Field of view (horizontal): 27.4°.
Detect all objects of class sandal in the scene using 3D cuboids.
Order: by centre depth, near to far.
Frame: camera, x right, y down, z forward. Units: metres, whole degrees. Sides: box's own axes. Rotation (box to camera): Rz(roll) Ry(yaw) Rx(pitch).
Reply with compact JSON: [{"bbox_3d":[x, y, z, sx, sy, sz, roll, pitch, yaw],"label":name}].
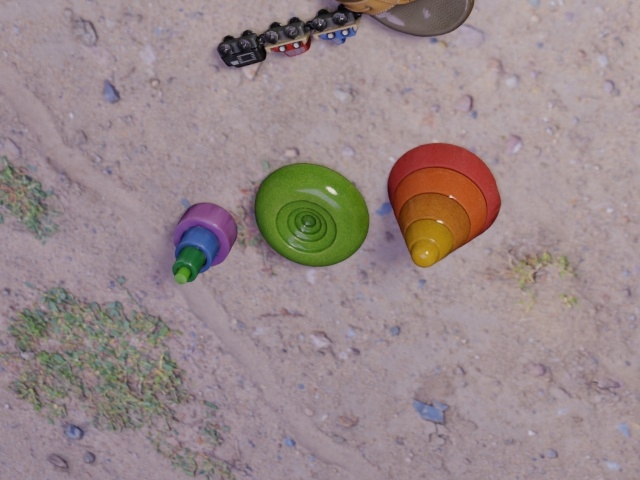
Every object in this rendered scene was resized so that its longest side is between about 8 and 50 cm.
[{"bbox_3d":[0.036,-0.252,1.211,0.219,0.060,0.090,32,128,-6],"label":"sandal"}]

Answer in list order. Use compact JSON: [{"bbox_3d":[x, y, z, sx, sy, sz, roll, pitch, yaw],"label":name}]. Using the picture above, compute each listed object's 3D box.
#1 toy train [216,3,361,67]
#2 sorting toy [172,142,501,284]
[{"bbox_3d":[-0.028,-0.198,1.291,0.158,0.027,0.036,-11,124,25],"label":"toy train"},{"bbox_3d":[0.000,0.000,1.362,0.365,0.126,0.127,-8,122,21],"label":"sorting toy"}]
